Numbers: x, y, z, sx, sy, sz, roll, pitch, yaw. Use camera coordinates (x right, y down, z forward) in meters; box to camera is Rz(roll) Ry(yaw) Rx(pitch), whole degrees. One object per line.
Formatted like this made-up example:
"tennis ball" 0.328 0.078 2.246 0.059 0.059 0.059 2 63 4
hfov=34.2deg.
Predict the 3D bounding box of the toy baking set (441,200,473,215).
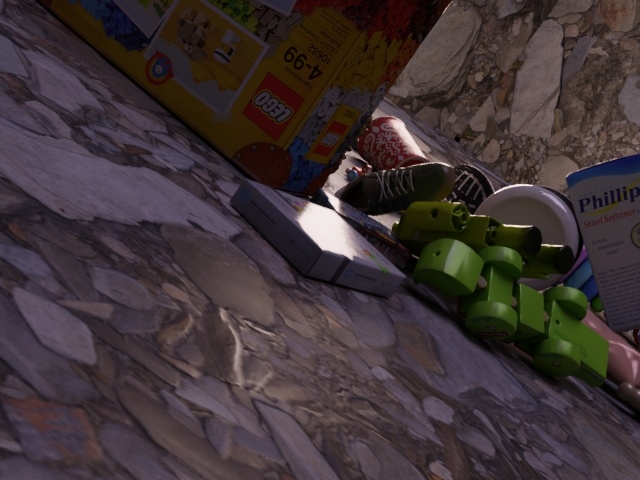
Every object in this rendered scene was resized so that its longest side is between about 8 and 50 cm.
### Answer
"toy baking set" 0.342 -0.007 2.197 0.256 0.030 0.196 25 19 -38

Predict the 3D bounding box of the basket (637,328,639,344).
"basket" 0.755 0.178 2.077 0.289 0.255 0.201 -34 111 -58

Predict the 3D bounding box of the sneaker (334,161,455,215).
"sneaker" 0.100 -0.072 1.528 0.086 0.064 0.192 3 -12 -42

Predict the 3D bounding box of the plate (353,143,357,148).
"plate" 0.100 -0.215 2.335 0.188 0.024 0.188 33 11 -8

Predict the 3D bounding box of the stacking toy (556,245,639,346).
"stacking toy" 0.647 0.124 2.312 0.330 0.141 0.141 44 14 13

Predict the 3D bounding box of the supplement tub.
"supplement tub" 0.385 -0.008 1.913 0.191 0.191 0.272 38 13 13

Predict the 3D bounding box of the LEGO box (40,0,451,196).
"LEGO box" -0.115 -0.359 1.477 0.500 0.372 0.193 39 13 21

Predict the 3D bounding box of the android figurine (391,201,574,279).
"android figurine" 0.224 0.004 1.517 0.248 0.056 0.273 24 -12 -39

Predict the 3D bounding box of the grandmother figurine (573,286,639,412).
"grandmother figurine" 0.505 0.218 1.630 0.342 0.104 0.208 40 40 9

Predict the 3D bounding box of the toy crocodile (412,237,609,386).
"toy crocodile" 0.271 0.104 1.420 0.341 0.105 0.115 30 55 -28

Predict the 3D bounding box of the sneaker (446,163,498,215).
"sneaker" 0.401 -0.061 2.426 0.300 0.111 0.121 48 7 28

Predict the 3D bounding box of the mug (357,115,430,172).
"mug" 0.169 -0.161 2.122 0.150 0.113 0.169 26 18 -31

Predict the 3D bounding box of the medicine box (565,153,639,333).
"medicine box" 0.564 0.008 1.873 0.263 0.149 0.289 7 67 -70

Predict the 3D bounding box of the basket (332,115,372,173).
"basket" -0.014 -0.280 1.808 0.214 0.223 0.299 27 14 -33

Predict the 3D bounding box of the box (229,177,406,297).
"box" 0.000 0.000 1.215 0.145 0.038 0.186 44 14 33

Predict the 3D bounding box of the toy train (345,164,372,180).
"toy train" 0.125 -0.097 1.899 0.125 0.046 0.166 43 15 32

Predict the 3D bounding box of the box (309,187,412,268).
"box" 0.056 -0.018 1.454 0.137 0.027 0.094 29 12 -25
